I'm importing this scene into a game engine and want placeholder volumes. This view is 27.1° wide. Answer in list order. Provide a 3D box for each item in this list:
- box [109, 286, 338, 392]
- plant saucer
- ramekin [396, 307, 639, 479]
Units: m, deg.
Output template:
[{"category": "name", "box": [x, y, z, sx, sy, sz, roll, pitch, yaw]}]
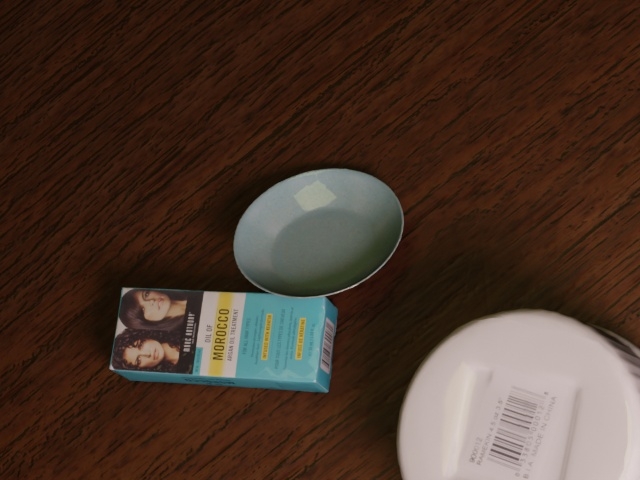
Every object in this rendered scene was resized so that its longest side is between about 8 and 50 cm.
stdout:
[{"category": "box", "box": [-0.109, 0.110, 1.492, 0.244, 0.060, 0.100, 1, 73, 16]}, {"category": "plant saucer", "box": [0.000, 0.000, 1.488, 0.195, 0.037, 0.195, -8, 47, 8]}, {"category": "ramekin", "box": [0.210, 0.199, 1.306, 0.277, 0.135, 0.277, -8, 71, 25]}]
